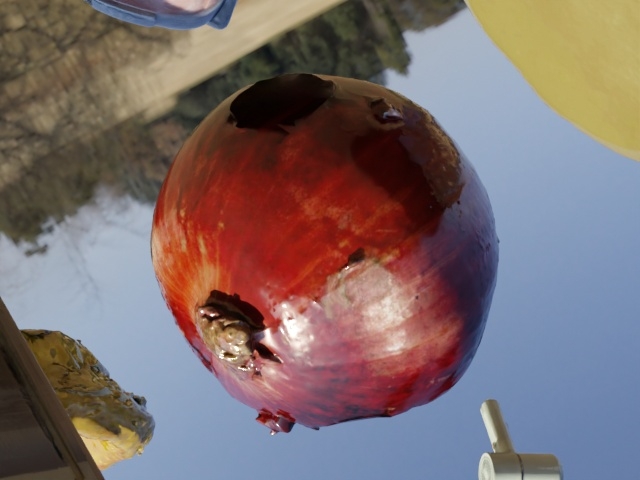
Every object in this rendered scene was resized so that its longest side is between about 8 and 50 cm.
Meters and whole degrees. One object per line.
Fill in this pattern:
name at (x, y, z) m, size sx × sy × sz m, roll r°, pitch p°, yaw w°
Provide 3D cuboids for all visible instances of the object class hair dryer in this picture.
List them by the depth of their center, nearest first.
hair dryer at (0.209, 0.225, 1.233) m, size 0.082 × 0.047 × 0.137 m, roll 3°, pitch -145°, yaw -12°

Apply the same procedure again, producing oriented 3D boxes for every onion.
onion at (0.008, -0.002, 1.037) m, size 0.341 × 0.341 × 0.341 m, roll -27°, pitch -168°, yaw 6°

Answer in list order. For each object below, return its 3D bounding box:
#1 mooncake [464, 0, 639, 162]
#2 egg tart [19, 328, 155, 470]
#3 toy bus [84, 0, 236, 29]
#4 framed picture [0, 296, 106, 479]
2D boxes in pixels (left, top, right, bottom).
mooncake at (0.266, -0.230, 0.780) m, size 0.201 × 0.378 × 0.378 m, roll -46°, pitch -163°, yaw -17°
egg tart at (-0.398, 0.206, 1.362) m, size 0.387 × 0.169 × 0.388 m, roll -7°, pitch 161°, yaw -3°
toy bus at (-0.136, -0.351, 1.018) m, size 0.232 × 0.197 × 0.294 m, roll 128°, pitch -21°, yaw -67°
framed picture at (-0.448, 0.154, 0.996) m, size 0.446 × 0.326 × 0.028 m, roll -3°, pitch 132°, yaw -43°
